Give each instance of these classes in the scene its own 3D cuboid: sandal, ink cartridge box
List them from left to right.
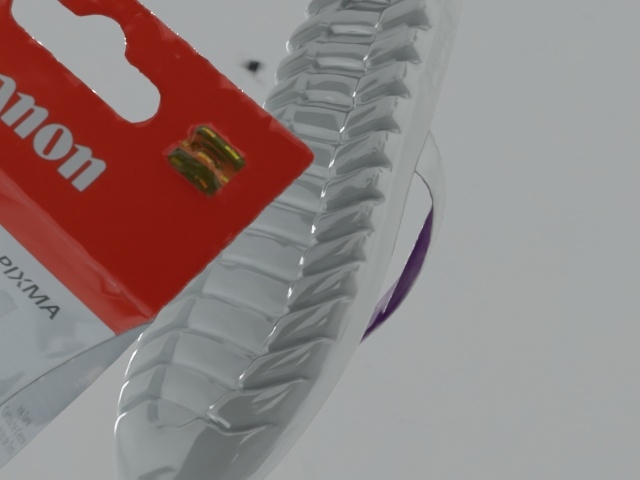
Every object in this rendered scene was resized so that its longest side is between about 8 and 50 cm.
[{"bbox_3d":[-0.242,-0.027,1.029,0.308,0.091,0.385,42,-105,17],"label":"ink cartridge box"},{"bbox_3d":[0.011,-0.001,1.146,0.169,0.102,0.416,-5,-127,47],"label":"sandal"}]
